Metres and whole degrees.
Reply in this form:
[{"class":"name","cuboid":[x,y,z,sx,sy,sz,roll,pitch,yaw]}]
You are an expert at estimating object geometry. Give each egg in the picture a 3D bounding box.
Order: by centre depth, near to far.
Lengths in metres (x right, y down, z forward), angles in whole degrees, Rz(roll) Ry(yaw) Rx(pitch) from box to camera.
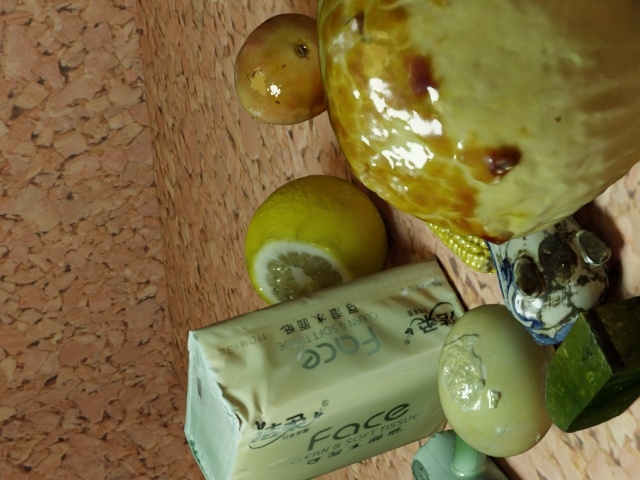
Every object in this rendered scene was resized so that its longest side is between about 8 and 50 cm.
[{"class":"egg","cuboid":[0.229,0.181,1.508,0.164,0.164,0.201,-158,57,-68]}]

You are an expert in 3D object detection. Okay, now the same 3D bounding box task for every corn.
[{"class":"corn","cuboid":[0.162,-0.076,1.597,0.101,0.102,0.310,97,152,-48]}]

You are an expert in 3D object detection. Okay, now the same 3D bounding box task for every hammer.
[{"class":"hammer","cuboid":[0.226,0.280,1.694,0.206,0.119,0.335,-131,38,-53]}]

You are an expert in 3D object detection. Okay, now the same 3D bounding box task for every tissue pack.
[{"class":"tissue pack","cuboid":[0.009,0.225,1.804,0.205,0.405,0.331,61,157,29]}]

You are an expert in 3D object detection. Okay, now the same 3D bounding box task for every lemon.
[{"class":"lemon","cuboid":[0.000,0.000,1.949,0.219,0.241,0.240,-67,-14,-45]}]

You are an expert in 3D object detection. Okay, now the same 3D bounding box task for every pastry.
[{"class":"pastry","cuboid":[0.152,-0.184,1.150,0.388,0.313,0.388,172,90,-83]}]

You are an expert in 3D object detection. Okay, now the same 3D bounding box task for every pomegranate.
[{"class":"pomegranate","cuboid":[-0.056,-0.282,1.945,0.191,0.191,0.191,165,90,-72]}]

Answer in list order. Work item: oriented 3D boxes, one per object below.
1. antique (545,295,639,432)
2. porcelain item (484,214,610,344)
[{"class":"antique","cuboid":[0.316,0.149,1.327,0.221,0.081,0.080,103,151,-62]},{"class":"porcelain item","cuboid":[0.244,-0.014,1.389,0.186,0.138,0.288,77,169,-75]}]
